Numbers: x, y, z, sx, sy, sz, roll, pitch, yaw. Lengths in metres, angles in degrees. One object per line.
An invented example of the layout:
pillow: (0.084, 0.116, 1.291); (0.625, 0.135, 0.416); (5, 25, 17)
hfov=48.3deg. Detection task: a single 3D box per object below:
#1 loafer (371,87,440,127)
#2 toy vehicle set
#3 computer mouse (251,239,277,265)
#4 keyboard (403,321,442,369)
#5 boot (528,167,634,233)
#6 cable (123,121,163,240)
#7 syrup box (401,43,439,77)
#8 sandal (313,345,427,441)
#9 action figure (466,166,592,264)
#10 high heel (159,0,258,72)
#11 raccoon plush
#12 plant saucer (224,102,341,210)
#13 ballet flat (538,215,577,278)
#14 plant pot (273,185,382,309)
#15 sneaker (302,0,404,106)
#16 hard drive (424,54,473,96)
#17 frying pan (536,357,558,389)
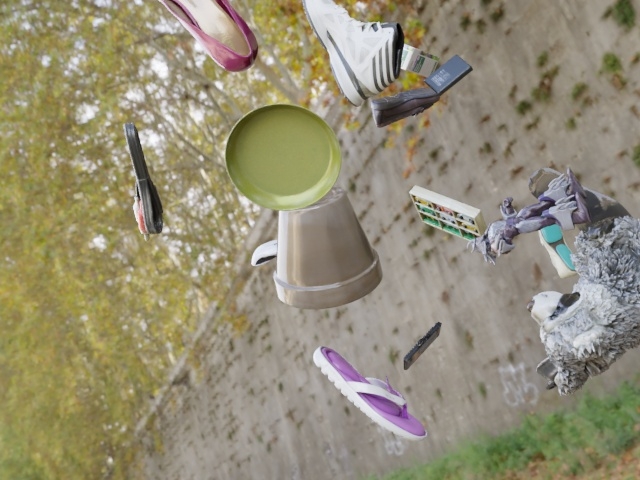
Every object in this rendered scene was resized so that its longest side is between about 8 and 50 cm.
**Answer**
loafer: (0.305, -0.477, 2.551); (0.303, 0.109, 0.095); (-19, -62, -30)
toy vehicle set: (0.425, -0.079, 2.345); (0.035, 0.267, 0.166); (-50, -42, -16)
computer mouse: (-0.145, 0.023, 2.276); (0.193, 0.106, 0.042); (-26, -53, 13)
keyboard: (0.326, 0.331, 2.291); (0.180, 0.023, 0.108); (-43, -27, -25)
boot: (0.641, -0.072, 1.701); (0.112, 0.305, 0.115); (-55, -18, 18)
cable: (-0.415, -0.121, 1.622); (0.072, 0.139, 0.287); (-11, -47, -1)
syrup box: (0.379, -0.730, 2.894); (0.237, 0.096, 0.093); (-6, -59, -57)
sandal: (0.156, 0.442, 2.129); (0.102, 0.416, 0.169); (-57, -12, 15)
action figure: (0.452, -0.043, 1.599); (0.285, 0.099, 0.185); (-29, 27, 28)
high heel: (-0.249, -0.482, 1.342); (0.127, 0.377, 0.181); (-45, 18, -7)
raccoon plush: (0.581, 0.126, 1.191); (0.447, 0.299, 0.216); (1, -47, 25)
plant saucer: (-0.077, -0.175, 1.481); (0.241, 0.241, 0.037); (-30, 25, 18)
ballet flat: (0.803, 0.020, 2.456); (0.086, 0.248, 0.086); (-16, -25, -8)
plant pot: (0.000, 0.000, 2.068); (0.323, 0.280, 0.323); (-10, 22, 4)
sneaker: (0.129, -0.689, 2.331); (0.258, 0.447, 0.169); (-26, -5, 22)
hard drive: (0.414, -0.536, 2.313); (0.135, 0.094, 0.022); (-39, -43, 6)
frying pan: (0.624, 0.345, 1.857); (0.197, 0.053, 0.326); (1, -35, -24)
